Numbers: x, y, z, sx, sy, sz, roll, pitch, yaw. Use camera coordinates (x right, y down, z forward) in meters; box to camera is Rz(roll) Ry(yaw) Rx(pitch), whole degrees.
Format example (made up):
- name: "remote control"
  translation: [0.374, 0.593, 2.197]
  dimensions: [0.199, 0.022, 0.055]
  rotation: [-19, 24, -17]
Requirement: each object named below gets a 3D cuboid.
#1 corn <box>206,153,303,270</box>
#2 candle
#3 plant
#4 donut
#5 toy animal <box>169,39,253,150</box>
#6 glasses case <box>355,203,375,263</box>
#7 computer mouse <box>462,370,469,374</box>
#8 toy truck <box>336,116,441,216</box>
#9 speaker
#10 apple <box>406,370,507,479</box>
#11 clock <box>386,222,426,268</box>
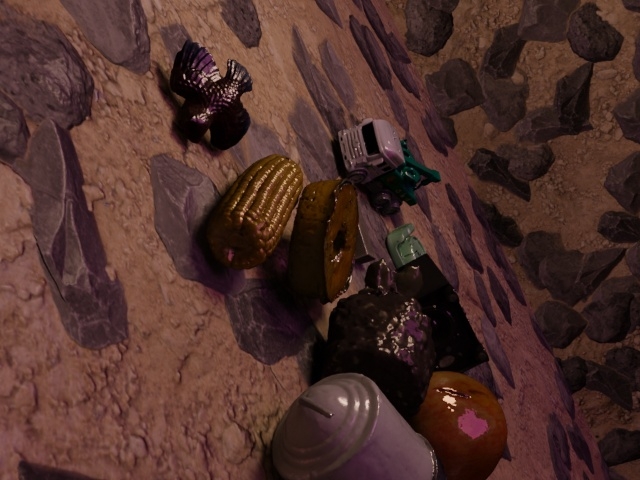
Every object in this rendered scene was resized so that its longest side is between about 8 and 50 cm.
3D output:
- name: "corn"
  translation: [-0.111, -0.066, 1.454]
  dimensions: [0.131, 0.131, 0.344]
  rotation: [59, 21, -17]
- name: "candle"
  translation: [0.053, 0.351, 1.295]
  dimensions: [0.343, 0.221, 0.221]
  rotation: [53, 25, -27]
- name: "plant"
  translation: [0.123, 0.194, 1.594]
  dimensions: [0.312, 0.213, 0.215]
  rotation: [-78, 158, -51]
- name: "donut"
  translation: [0.000, 0.000, 1.565]
  dimensions: [0.272, 0.107, 0.272]
  rotation: [6, 90, -77]
- name: "toy animal"
  translation: [-0.197, -0.256, 1.458]
  dimensions: [0.180, 0.116, 0.219]
  rotation: [-84, 151, -53]
- name: "glasses case"
  translation: [0.081, -0.045, 1.982]
  dimensions: [0.071, 0.047, 0.205]
  rotation: [24, 46, -65]
- name: "computer mouse"
  translation: [0.386, 0.301, 2.280]
  dimensions: [0.288, 0.097, 0.160]
  rotation: [28, 41, -56]
- name: "toy truck"
  translation: [0.189, -0.209, 2.232]
  dimensions: [0.363, 0.177, 0.177]
  rotation: [30, 42, -53]
- name: "speaker"
  translation: [0.256, 0.190, 1.888]
  dimensions: [0.232, 0.184, 0.254]
  rotation: [60, 3, -16]
- name: "apple"
  translation: [0.265, 0.403, 1.660]
  dimensions: [0.264, 0.264, 0.264]
  rotation: [49, 27, -37]
- name: "clock"
  translation: [0.266, 0.060, 2.283]
  dimensions: [0.211, 0.065, 0.159]
  rotation: [65, 22, -6]
